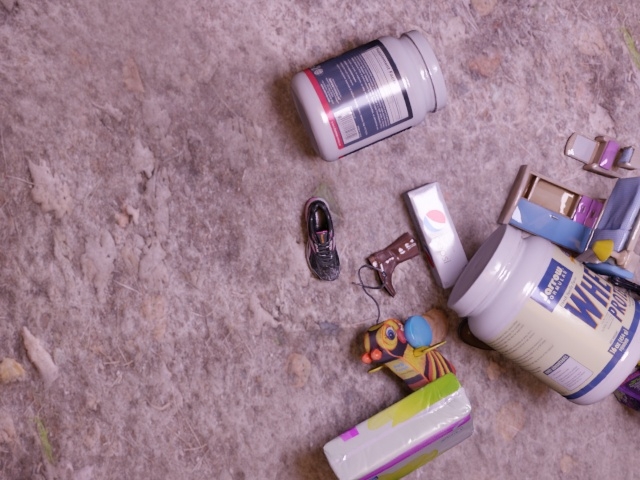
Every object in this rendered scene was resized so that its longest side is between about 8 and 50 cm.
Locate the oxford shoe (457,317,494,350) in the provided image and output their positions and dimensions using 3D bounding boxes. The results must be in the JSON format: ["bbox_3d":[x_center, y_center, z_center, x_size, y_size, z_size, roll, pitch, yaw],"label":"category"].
[{"bbox_3d":[0.405,0.203,1.678,0.227,0.096,0.083,7,94,-3],"label":"oxford shoe"}]

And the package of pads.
[{"bbox_3d":[0.168,0.401,1.605,0.296,0.229,0.101,-29,63,-2],"label":"package of pads"}]

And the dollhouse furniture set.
[{"bbox_3d":[0.527,-0.099,1.570,0.198,0.303,0.287,22,91,-6],"label":"dollhouse furniture set"}]

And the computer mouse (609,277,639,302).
[{"bbox_3d":[0.662,0.143,1.654,0.106,0.193,0.042,27,127,-12],"label":"computer mouse"}]

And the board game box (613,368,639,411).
[{"bbox_3d":[0.799,0.253,1.652,0.346,0.208,0.056,-31,97,-2],"label":"board game box"}]

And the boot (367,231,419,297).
[{"bbox_3d":[0.171,0.051,1.686,0.114,0.037,0.106,-30,96,-7],"label":"boot"}]

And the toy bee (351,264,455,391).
[{"bbox_3d":[0.145,0.223,1.627,0.298,0.162,0.195,35,134,3],"label":"toy bee"}]

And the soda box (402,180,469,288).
[{"bbox_3d":[0.245,-0.012,1.667,0.069,0.074,0.216,-21,93,-3],"label":"soda box"}]

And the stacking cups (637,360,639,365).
[{"bbox_3d":[0.597,0.153,1.701,0.316,0.096,0.096,37,89,0],"label":"stacking cups"}]

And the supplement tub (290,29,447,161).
[{"bbox_3d":[0.093,-0.290,1.586,0.272,0.191,0.191,-23,94,-3],"label":"supplement tub"}]

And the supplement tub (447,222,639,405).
[{"bbox_3d":[0.434,0.138,1.533,0.324,0.235,0.235,34,90,1],"label":"supplement tub"}]

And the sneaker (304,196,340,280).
[{"bbox_3d":[0.000,0.000,1.649,0.071,0.077,0.178,-14,94,-2],"label":"sneaker"}]
